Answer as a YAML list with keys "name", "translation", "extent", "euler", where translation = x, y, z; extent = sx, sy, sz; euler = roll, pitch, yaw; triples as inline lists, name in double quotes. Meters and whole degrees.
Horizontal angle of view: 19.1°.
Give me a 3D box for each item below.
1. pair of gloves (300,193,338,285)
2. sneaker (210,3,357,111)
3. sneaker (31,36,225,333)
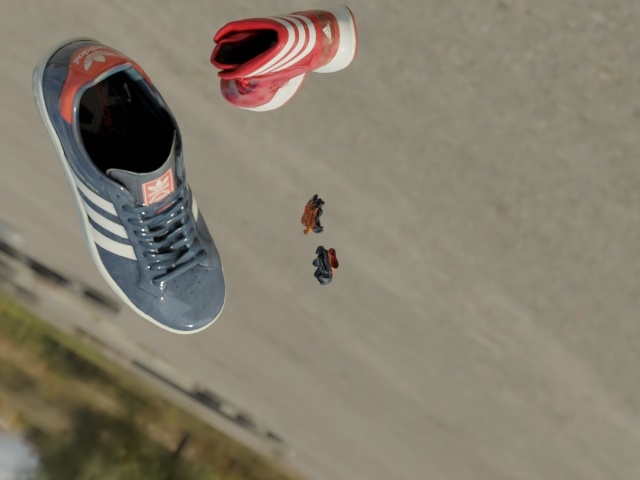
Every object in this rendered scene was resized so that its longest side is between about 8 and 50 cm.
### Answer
- name: "pair of gloves"
  translation: [0.000, 0.000, 1.821]
  extent: [0.010, 0.083, 0.074]
  euler: [-10, 166, -15]
- name: "sneaker"
  translation: [-0.072, -0.183, 1.874]
  extent: [0.128, 0.087, 0.221]
  euler: [-3, 166, -34]
- name: "sneaker"
  translation: [-0.182, -0.046, 1.986]
  extent: [0.148, 0.131, 0.350]
  euler: [14, 136, 59]
